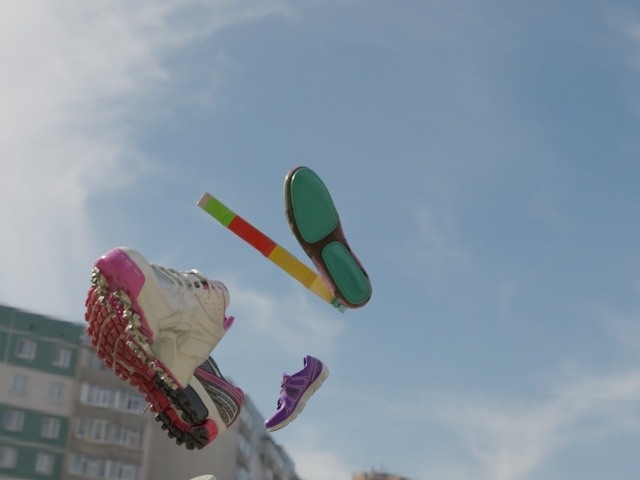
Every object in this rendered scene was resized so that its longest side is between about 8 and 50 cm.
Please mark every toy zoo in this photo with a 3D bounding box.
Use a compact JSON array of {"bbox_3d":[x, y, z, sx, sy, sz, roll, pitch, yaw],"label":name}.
[{"bbox_3d":[-0.067,0.029,1.749,0.293,0.030,0.192,36,-1,18],"label":"toy zoo"}]

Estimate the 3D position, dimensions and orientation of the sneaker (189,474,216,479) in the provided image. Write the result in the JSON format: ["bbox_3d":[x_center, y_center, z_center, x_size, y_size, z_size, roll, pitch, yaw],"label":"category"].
[{"bbox_3d":[-0.220,0.463,1.713,0.058,0.084,0.152,-12,12,33],"label":"sneaker"}]

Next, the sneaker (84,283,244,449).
[{"bbox_3d":[-0.240,0.172,1.521,0.112,0.299,0.121,-34,-6,-46],"label":"sneaker"}]

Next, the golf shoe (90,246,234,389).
[{"bbox_3d":[-0.188,0.072,1.257,0.115,0.140,0.306,42,-17,22],"label":"golf shoe"}]

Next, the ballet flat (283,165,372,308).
[{"bbox_3d":[0.000,0.000,1.450,0.077,0.221,0.079,-31,8,-21],"label":"ballet flat"}]

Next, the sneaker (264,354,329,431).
[{"bbox_3d":[-0.057,0.293,1.948,0.071,0.170,0.068,39,-16,-3],"label":"sneaker"}]
